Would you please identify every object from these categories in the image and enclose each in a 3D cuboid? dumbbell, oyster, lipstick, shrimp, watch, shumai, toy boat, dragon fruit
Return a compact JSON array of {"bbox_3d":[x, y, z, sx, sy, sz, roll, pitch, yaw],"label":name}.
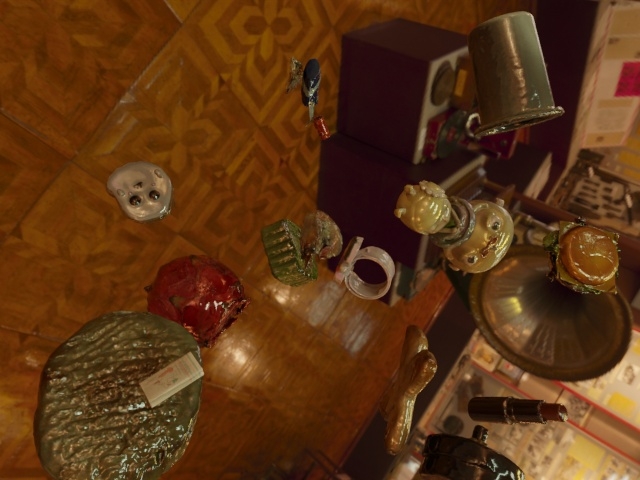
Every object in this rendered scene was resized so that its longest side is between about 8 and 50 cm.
[{"bbox_3d":[0.223,0.499,0.825,0.388,0.185,0.185,-62,155,-31],"label":"dumbbell"},{"bbox_3d":[-0.102,-0.613,1.846,0.146,0.045,0.122,-30,142,-83],"label":"oyster"},{"bbox_3d":[0.562,0.491,1.409,0.081,0.081,0.299,-33,-175,-38],"label":"lipstick"},{"bbox_3d":[0.000,0.000,0.926,0.042,0.101,0.190,-40,-168,29],"label":"shrimp"},{"bbox_3d":[0.187,0.118,1.984,0.244,0.231,0.196,-66,172,32],"label":"watch"},{"bbox_3d":[-0.439,0.391,1.112,0.324,0.397,0.323,5,140,-12],"label":"shumai"},{"bbox_3d":[-0.036,-0.577,1.898,0.291,0.070,0.210,90,9,-83],"label":"toy boat"},{"bbox_3d":[-0.386,0.188,1.537,0.295,0.301,0.296,-40,148,-32],"label":"dragon fruit"}]

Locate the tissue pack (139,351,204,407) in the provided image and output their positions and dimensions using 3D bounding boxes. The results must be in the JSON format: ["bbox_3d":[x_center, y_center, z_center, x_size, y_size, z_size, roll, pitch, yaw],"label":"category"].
[{"bbox_3d":[-0.276,0.257,0.908,0.108,0.056,0.023,-29,135,-23],"label":"tissue pack"}]

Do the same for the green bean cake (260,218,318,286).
[{"bbox_3d":[-0.104,0.045,1.643,0.113,0.214,0.200,-23,160,15],"label":"green bean cake"}]

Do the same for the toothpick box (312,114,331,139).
[{"bbox_3d":[0.005,-0.423,1.833,0.047,0.047,0.083,-45,127,-24],"label":"toothpick box"}]

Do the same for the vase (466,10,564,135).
[{"bbox_3d":[0.517,-0.457,1.360,0.245,0.245,0.291,-17,94,-50],"label":"vase"}]

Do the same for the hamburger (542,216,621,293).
[{"bbox_3d":[0.577,0.040,1.089,0.164,0.189,0.093,-65,-176,-18],"label":"hamburger"}]

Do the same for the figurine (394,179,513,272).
[{"bbox_3d":[0.311,-0.056,1.256,0.394,0.274,0.227,16,105,-42],"label":"figurine"}]

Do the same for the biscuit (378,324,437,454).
[{"bbox_3d":[0.166,0.286,0.947,0.164,0.047,0.208,-92,-161,-73],"label":"biscuit"}]

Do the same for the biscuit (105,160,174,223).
[{"bbox_3d":[-0.544,-0.152,1.494,0.181,0.208,0.049,-33,172,-18],"label":"biscuit"}]
